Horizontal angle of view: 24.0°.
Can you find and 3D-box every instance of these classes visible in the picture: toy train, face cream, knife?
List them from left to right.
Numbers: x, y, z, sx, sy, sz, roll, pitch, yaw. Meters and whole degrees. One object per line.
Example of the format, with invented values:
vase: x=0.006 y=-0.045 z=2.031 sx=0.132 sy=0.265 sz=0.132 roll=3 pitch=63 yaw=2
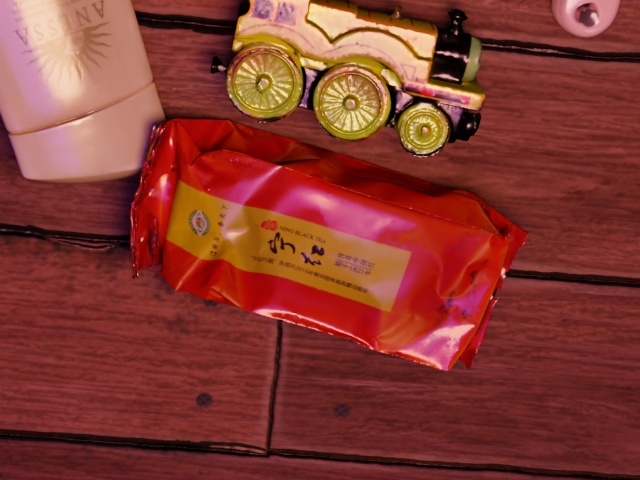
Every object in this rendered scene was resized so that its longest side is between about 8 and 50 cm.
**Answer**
face cream: x=-0.278 y=-0.219 z=1.582 sx=0.173 sy=0.081 sz=0.349 roll=-22 pitch=112 yaw=-17
toy train: x=0.037 y=-0.190 z=1.599 sx=0.296 sy=0.100 sz=0.161 roll=13 pitch=110 yaw=-6
knife: x=0.356 y=-0.358 z=1.566 sx=0.081 sy=0.043 sz=0.336 roll=27 pitch=108 yaw=-17

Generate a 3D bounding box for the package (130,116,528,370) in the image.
package: x=0.001 y=0.000 z=1.666 sx=0.423 sy=0.123 sz=0.196 roll=15 pitch=110 yaw=-6
